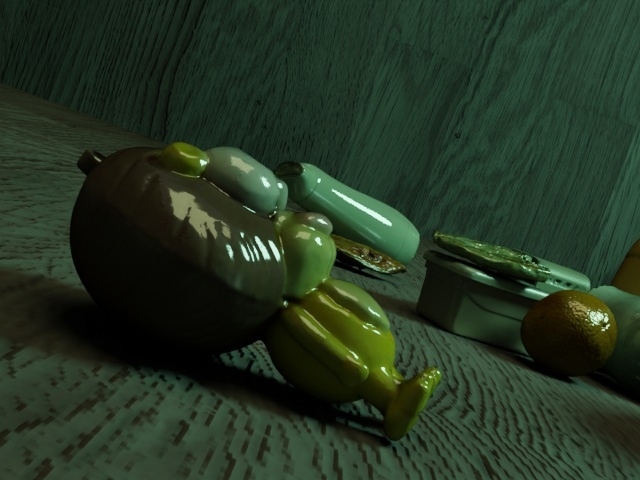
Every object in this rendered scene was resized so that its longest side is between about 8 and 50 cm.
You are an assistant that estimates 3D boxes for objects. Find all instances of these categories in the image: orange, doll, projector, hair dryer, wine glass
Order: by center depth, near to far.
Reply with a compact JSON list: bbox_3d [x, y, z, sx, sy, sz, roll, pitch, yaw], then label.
[{"bbox_3d":[-0.030,0.015,0.493,0.188,0.096,0.145,29,9,-14],"label":"doll"},{"bbox_3d":[0.212,0.079,0.921,0.085,0.085,0.085,20,4,-1],"label":"orange"},{"bbox_3d":[0.311,0.102,0.963,0.092,0.093,0.202,18,7,-27],"label":"wine glass"},{"bbox_3d":[0.266,0.065,1.310,0.082,0.083,0.083,18,4,-26],"label":"projector"},{"bbox_3d":[-0.013,-0.035,1.352,0.206,0.075,0.237,33,-16,-28],"label":"hair dryer"}]

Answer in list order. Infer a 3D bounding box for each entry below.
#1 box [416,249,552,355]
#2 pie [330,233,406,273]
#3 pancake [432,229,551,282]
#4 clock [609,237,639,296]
[{"bbox_3d":[0.152,0.059,0.985,0.122,0.062,0.089,19,3,-24],"label":"box"},{"bbox_3d":[0.001,0.000,1.224,0.191,0.033,0.088,24,0,23],"label":"pie"},{"bbox_3d":[0.157,0.014,0.993,0.116,0.023,0.129,18,3,13],"label":"pancake"},{"bbox_3d":[0.463,0.077,1.148,0.317,0.200,0.244,26,-2,-27],"label":"clock"}]
